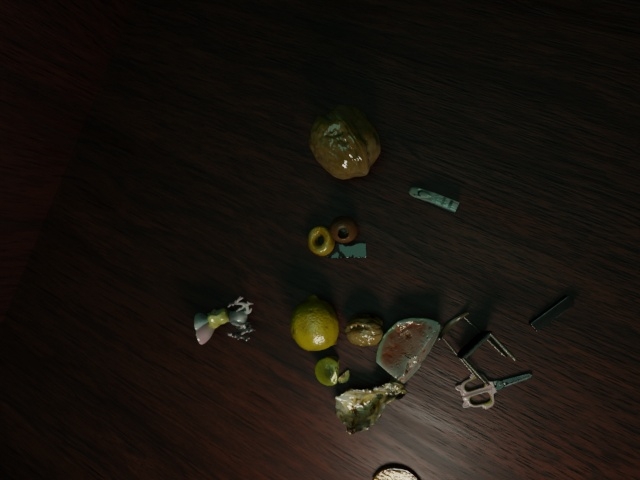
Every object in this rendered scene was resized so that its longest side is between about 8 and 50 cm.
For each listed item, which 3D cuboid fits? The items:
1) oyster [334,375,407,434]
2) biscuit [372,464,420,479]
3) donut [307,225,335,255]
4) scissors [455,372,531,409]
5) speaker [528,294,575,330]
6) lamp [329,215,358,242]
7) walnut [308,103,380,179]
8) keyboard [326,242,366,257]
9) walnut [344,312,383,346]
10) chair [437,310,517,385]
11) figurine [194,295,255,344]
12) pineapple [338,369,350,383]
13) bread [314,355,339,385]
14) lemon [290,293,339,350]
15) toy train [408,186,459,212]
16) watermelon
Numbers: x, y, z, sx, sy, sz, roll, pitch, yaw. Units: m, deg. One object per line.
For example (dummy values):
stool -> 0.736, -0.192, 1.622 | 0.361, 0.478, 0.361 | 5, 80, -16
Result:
oyster -> 0.224, 0.722, 1.826 | 0.337, 0.133, 0.197 | -36, 76, 7
biscuit -> 0.363, 1.112, 1.815 | 0.229, 0.031, 0.176 | 38, 97, 12
donut -> 0.000, 0.000, 1.965 | 0.152, 0.058, 0.151 | -3, 81, 22
scissors -> 0.757, 0.636, 1.747 | 0.318, 0.024, 0.160 | -22, 79, 13
speaker -> 0.980, 0.310, 1.702 | 0.191, 0.040, 0.046 | -40, 80, 8
lamp -> 0.110, -0.053, 1.908 | 0.137, 0.136, 0.136 | -1, 86, 15
walnut -> 0.118, -0.444, 1.856 | 0.306, 0.306, 0.343 | -36, 85, 10
keyboard -> 0.126, 0.050, 1.957 | 0.197, 0.015, 0.074 | -1, 82, 14
walnut -> 0.198, 0.411, 1.846 | 0.184, 0.155, 0.155 | -2, 86, 14
chair -> 0.653, 0.450, 1.706 | 0.188, 0.166, 0.272 | -42, 74, -2
figurine -> -0.455, 0.405, 1.963 | 0.316, 0.284, 0.206 | -18, 83, 1
pineapple -> 0.118, 0.656, 1.916 | 0.083, 0.019, 0.045 | -45, 71, 9
bread -> 0.037, 0.607, 1.890 | 0.111, 0.114, 0.129 | 5, 88, 16
lemon -> -0.029, 0.384, 1.868 | 0.229, 0.228, 0.253 | -23, 74, 12
toy train -> 0.518, -0.195, 1.851 | 0.234, 0.051, 0.052 | 25, 89, 15
watermelon -> 0.402, 0.467, 1.770 | 0.224, 0.180, 0.305 | 39, 87, -13
